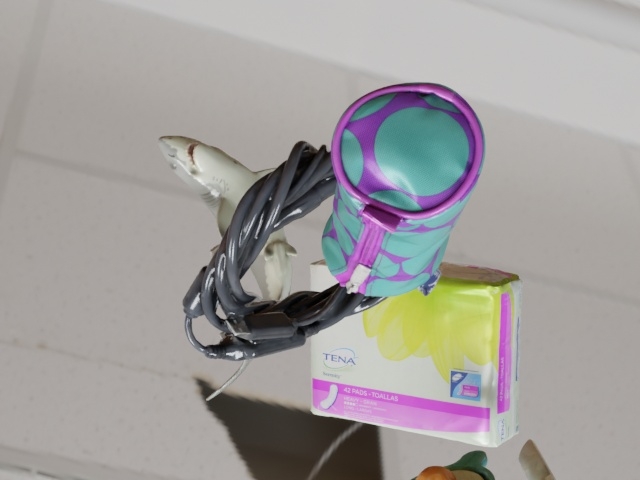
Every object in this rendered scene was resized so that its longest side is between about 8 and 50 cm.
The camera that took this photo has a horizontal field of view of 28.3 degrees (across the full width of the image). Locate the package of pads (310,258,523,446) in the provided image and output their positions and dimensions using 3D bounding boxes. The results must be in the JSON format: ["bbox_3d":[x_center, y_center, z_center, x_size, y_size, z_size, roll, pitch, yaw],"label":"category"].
[{"bbox_3d":[0.123,0.137,1.718,0.296,0.229,0.101,5,-170,30],"label":"package of pads"}]

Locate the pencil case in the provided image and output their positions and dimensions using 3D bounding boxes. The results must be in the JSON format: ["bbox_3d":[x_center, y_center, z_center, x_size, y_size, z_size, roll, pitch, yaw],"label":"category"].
[{"bbox_3d":[0.034,-0.017,0.583,0.064,0.151,0.070,28,-105,7],"label":"pencil case"}]

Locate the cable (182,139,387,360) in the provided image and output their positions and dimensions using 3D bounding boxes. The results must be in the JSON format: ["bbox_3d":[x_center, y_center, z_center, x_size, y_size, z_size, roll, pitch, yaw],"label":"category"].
[{"bbox_3d":[0.000,0.000,0.789,0.184,0.150,0.047,-10,-142,-42],"label":"cable"}]

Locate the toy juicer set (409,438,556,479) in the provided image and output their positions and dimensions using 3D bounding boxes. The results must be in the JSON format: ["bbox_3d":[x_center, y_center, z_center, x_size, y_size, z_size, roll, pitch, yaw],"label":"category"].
[{"bbox_3d":[0.156,0.307,1.436,0.329,0.089,0.209,-26,-164,-19],"label":"toy juicer set"}]

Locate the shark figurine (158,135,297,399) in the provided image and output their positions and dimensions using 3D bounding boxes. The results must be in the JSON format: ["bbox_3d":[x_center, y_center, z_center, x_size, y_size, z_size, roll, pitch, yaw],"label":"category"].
[{"bbox_3d":[-0.082,0.024,1.367,0.166,0.116,0.278,-2,-114,-33],"label":"shark figurine"}]
